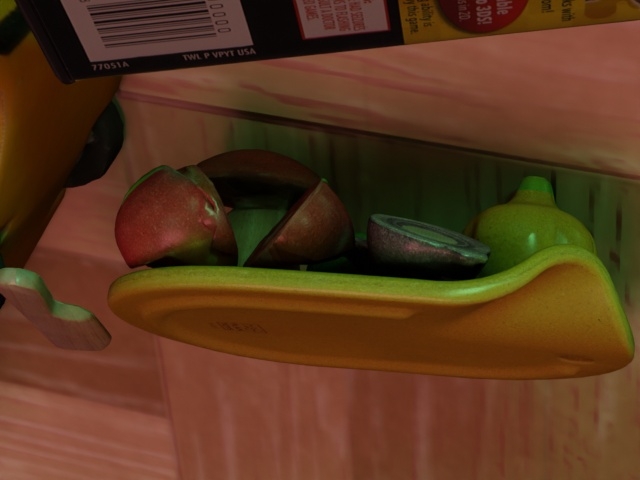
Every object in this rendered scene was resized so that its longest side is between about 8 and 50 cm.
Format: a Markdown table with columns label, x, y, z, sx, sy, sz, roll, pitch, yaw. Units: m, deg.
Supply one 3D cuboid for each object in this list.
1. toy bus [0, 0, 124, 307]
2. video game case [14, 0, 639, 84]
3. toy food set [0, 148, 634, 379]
| label | x | y | z | sx | sy | sz | roll | pitch | yaw |
| --- | --- | --- | --- | --- | --- | --- | --- | --- | --- |
| toy bus | -0.175 | -0.002 | 0.723 | 0.130 | 0.108 | 0.333 | 34 | 134 | -3 |
| video game case | 0.029 | -0.121 | 0.429 | 0.248 | 0.035 | 0.275 | -5 | 158 | 5 |
| toy food set | 0.000 | 0.000 | 0.653 | 0.218 | 0.071 | 0.128 | 4 | 166 | 12 |
